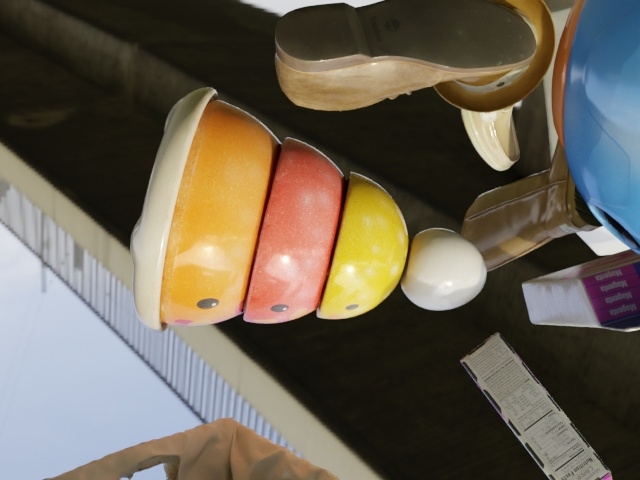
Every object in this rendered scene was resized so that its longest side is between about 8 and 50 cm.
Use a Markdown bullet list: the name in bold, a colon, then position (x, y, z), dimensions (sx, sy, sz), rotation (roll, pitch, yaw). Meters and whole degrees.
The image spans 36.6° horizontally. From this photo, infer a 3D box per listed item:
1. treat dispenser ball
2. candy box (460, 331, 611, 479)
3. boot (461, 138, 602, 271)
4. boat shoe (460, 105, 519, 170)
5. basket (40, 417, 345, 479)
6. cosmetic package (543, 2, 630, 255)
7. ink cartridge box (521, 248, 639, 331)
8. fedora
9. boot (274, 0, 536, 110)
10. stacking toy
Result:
- **treat dispenser ball**: position (0.313, -0.108, 0.688), dimensions (0.288, 0.288, 0.288), rotation (6, -158, -2)
- **candy box**: position (0.298, 0.248, 1.327), dimensions (0.233, 0.071, 0.159), rotation (54, -176, 23)
- **boot**: position (0.318, -0.088, 1.438), dimensions (0.089, 0.236, 0.269), rotation (24, 157, -19)
- **boat shoe**: position (0.307, -0.265, 1.725), dimensions (0.098, 0.302, 0.109), rotation (-9, -155, 34)
- **basket**: position (-0.133, 0.428, 1.190), dimensions (0.331, 0.266, 0.328), rotation (20, -160, 39)
- **cosmetic package**: position (0.609, -0.218, 1.764), dimensions (0.327, 0.393, 0.329), rotation (-10, 161, 26)
- **ink cartridge box**: position (0.438, 0.029, 1.142), dimensions (0.324, 0.071, 0.330), rotation (-16, 177, -6)
- **fedora**: position (0.226, -0.274, 1.347), dimensions (0.194, 0.194, 0.079), rotation (19, -173, 28)
- **boot**: position (0.097, -0.216, 1.138), dimensions (0.305, 0.115, 0.112), rotation (-3, -119, -6)
- **stacking toy**: position (0.000, 0.000, 1.353), dimensions (0.480, 0.350, 0.350), rotation (12, -158, 0)
